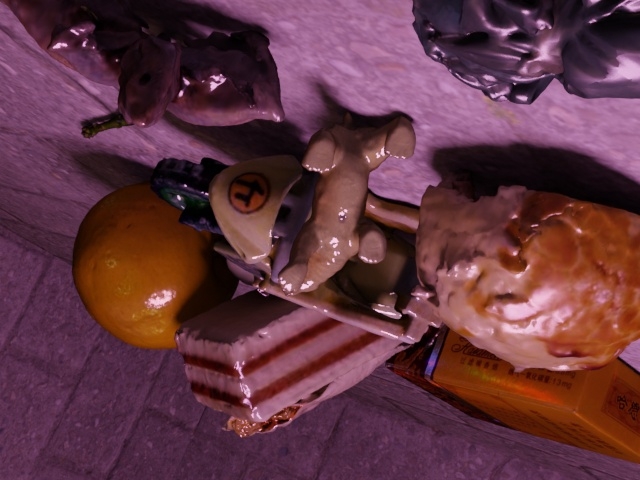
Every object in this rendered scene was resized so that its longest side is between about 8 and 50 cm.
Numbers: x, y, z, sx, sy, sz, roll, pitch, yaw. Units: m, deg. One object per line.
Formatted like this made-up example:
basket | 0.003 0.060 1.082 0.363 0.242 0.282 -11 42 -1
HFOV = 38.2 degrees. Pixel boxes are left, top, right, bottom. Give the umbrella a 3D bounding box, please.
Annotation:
umbrella | 0.202 -0.118 0.459 0.348 0.094 0.143 10 154 38

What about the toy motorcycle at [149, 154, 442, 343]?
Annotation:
toy motorcycle | 0.000 0.000 1.108 0.410 0.169 0.237 24 173 -23

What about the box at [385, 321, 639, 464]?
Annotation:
box | 0.334 0.238 1.517 0.264 0.116 0.415 32 165 -33

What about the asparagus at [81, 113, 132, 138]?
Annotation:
asparagus | -0.299 -0.162 1.294 0.233 0.023 0.022 0 108 58

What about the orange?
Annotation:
orange | -0.255 0.037 1.475 0.235 0.279 0.279 -25 138 29

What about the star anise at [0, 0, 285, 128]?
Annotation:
star anise | -0.151 -0.167 0.838 0.257 0.111 0.198 33 -161 36

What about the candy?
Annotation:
candy | -0.033 0.132 1.361 0.179 0.320 0.135 10 120 58

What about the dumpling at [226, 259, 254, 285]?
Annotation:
dumpling | -0.085 -0.002 1.352 0.151 0.124 0.229 67 163 -10

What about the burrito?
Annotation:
burrito | 0.021 0.199 1.460 0.117 0.392 0.076 -4 111 56

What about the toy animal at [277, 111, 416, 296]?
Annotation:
toy animal | 0.015 -0.029 0.919 0.103 0.219 0.101 9 -165 -12

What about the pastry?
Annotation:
pastry | 0.218 0.045 0.889 0.256 0.170 0.236 26 170 -29
